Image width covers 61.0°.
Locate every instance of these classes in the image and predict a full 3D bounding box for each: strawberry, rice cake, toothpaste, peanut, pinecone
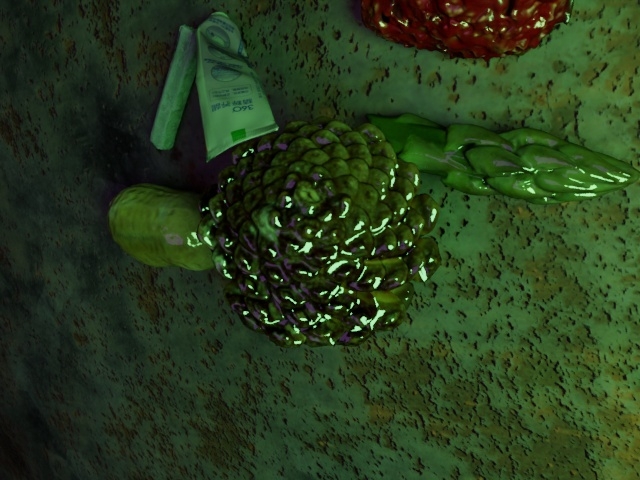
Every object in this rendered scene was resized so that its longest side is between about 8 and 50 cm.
[{"bbox_3d":[0.121,-0.254,0.508,0.237,0.111,0.190,-6,105,38],"label":"strawberry"},{"bbox_3d":[-0.215,-0.224,0.812,0.033,0.033,0.207,42,126,18],"label":"rice cake"},{"bbox_3d":[-0.107,-0.195,0.630,0.301,0.075,0.048,-106,16,-45],"label":"toothpaste"},{"bbox_3d":[-0.237,-0.018,0.846,0.225,0.129,0.129,14,115,31],"label":"peanut"},{"bbox_3d":[0.003,0.001,0.604,0.247,0.292,0.246,0,79,2],"label":"pinecone"}]

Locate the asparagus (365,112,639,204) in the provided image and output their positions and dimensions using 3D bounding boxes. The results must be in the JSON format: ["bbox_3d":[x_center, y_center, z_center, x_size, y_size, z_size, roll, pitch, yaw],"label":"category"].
[{"bbox_3d":[0.168,-0.083,0.562,0.287,0.080,0.080,13,114,31],"label":"asparagus"}]
